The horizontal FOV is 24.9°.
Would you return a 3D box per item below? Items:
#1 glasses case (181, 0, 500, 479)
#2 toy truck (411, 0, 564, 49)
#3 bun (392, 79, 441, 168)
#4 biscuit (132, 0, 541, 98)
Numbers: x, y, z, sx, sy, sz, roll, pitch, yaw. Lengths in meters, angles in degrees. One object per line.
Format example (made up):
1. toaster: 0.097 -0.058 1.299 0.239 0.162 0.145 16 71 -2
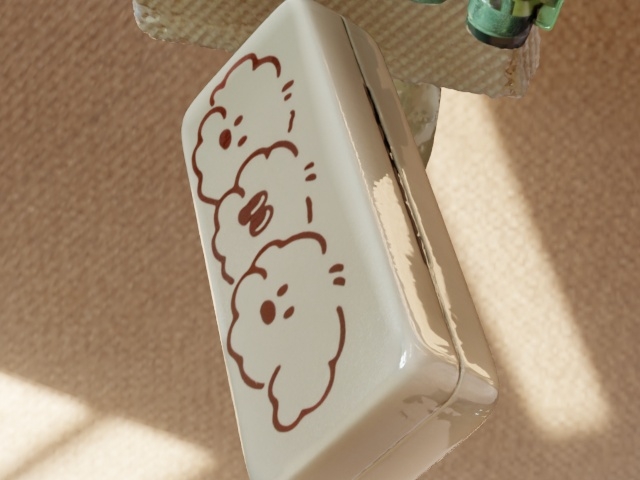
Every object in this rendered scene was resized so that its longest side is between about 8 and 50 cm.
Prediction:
1. glasses case: 0.000 0.000 0.894 0.076 0.336 0.144 26 122 -35
2. toy truck: 0.069 -0.254 1.037 0.259 0.135 0.128 23 126 5
3. bun: 0.018 -0.199 1.934 0.211 0.360 0.360 7 128 -19
4. biscuit: 0.000 -0.232 1.399 0.426 0.078 0.144 14 142 21
